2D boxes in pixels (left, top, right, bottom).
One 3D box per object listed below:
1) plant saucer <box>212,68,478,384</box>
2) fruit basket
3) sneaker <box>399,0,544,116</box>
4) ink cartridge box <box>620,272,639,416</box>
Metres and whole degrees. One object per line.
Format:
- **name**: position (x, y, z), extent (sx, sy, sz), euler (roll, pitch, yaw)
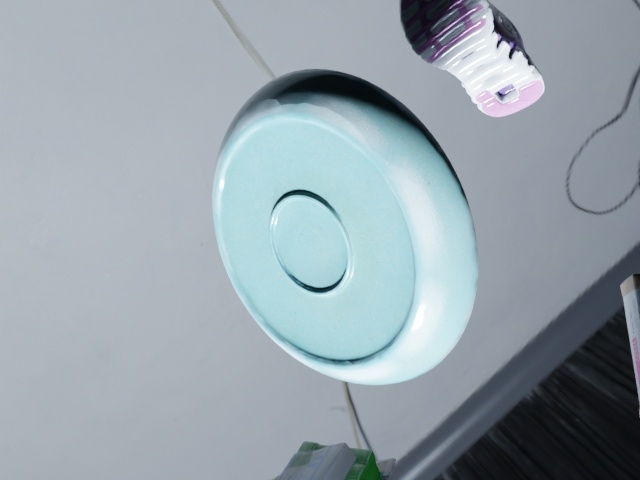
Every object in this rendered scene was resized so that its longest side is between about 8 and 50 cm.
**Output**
- **plant saucer**: position (0.000, 0.000, 0.754), extent (0.043, 0.317, 0.318), euler (-27, 122, -45)
- **fruit basket**: position (-0.093, 0.389, 1.073), extent (0.352, 0.327, 0.166), euler (-9, 99, 20)
- **sneaker**: position (0.165, -0.242, 0.893), extent (0.095, 0.105, 0.236), euler (-24, 140, 31)
- **ink cartridge box**: position (0.603, 0.166, 1.263), extent (0.193, 0.088, 0.235), euler (-5, 74, 6)
